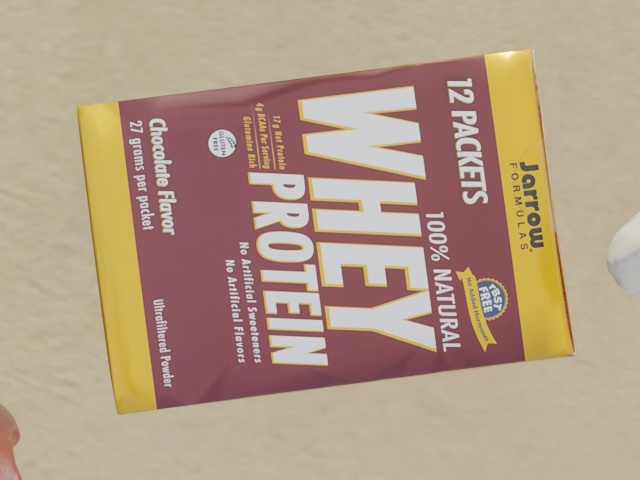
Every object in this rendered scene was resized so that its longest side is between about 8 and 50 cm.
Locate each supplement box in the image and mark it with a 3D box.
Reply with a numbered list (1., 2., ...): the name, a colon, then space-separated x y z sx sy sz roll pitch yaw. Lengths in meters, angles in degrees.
1. supplement box: 0.000 0.000 0.841 0.191 0.194 0.129 -7 88 -2

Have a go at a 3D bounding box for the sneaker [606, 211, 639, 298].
1. sneaker: 0.211 -0.001 0.662 0.212 0.080 0.094 -20 103 21

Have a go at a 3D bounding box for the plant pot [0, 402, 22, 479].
1. plant pot: -0.326 0.115 1.019 0.265 0.272 0.272 37 77 -32
